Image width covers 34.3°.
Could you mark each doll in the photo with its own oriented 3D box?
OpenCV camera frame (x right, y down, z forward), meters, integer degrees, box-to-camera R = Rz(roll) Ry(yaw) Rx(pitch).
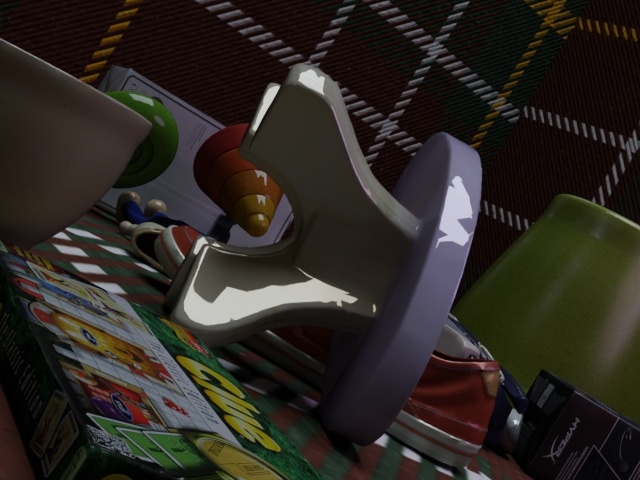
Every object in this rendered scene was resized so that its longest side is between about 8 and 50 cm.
[{"bbox_3d":[-0.167,-0.006,1.153,0.129,0.046,0.189,17,8,-39],"label":"doll"}]

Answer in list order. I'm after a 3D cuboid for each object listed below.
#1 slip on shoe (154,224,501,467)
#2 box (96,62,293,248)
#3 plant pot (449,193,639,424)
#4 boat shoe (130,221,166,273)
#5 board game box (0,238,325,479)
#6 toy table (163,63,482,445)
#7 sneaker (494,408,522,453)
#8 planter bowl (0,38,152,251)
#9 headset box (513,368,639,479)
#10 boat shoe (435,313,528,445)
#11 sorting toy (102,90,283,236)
[{"bbox_3d":[0.005,0.070,0.895,0.331,0.101,0.123,30,2,12],"label":"slip on shoe"},{"bbox_3d":[-0.173,-0.079,1.322,0.290,0.169,0.087,29,-1,-28],"label":"box"},{"bbox_3d":[0.372,0.135,1.549,0.367,0.352,0.366,31,0,0],"label":"plant pot"},{"bbox_3d":[-0.123,0.024,1.007,0.135,0.050,0.045,21,4,-3],"label":"boat shoe"},{"bbox_3d":[-0.076,0.067,0.451,0.136,0.030,0.260,33,-1,-29],"label":"board game box"},{"bbox_3d":[0.000,0.000,0.746,0.161,0.252,0.274,27,33,-9],"label":"toy table"},{"bbox_3d":[0.198,0.215,1.230,0.061,0.053,0.152,16,-1,-5],"label":"sneaker"},{"bbox_3d":[-0.189,-0.052,0.574,0.162,0.109,0.162,25,-2,1],"label":"planter bowl"},{"bbox_3d":[0.380,0.283,1.234,0.293,0.110,0.218,31,1,2],"label":"headset box"},{"bbox_3d":[0.096,0.120,1.218,0.158,0.127,0.340,39,3,-40],"label":"boat shoe"},{"bbox_3d":[-0.190,-0.073,1.134,0.366,0.127,0.126,12,37,-24],"label":"sorting toy"}]
